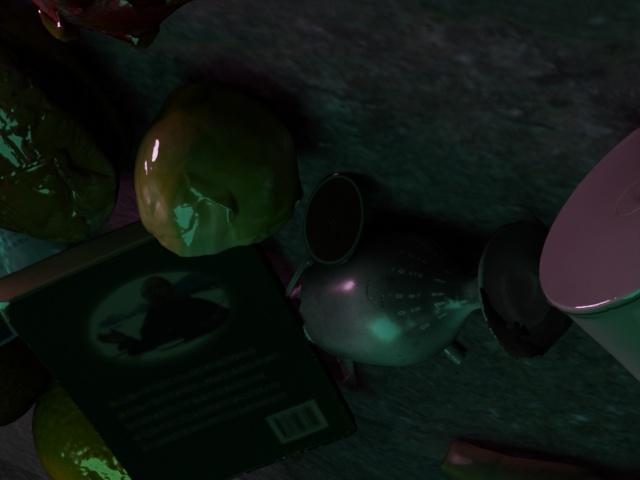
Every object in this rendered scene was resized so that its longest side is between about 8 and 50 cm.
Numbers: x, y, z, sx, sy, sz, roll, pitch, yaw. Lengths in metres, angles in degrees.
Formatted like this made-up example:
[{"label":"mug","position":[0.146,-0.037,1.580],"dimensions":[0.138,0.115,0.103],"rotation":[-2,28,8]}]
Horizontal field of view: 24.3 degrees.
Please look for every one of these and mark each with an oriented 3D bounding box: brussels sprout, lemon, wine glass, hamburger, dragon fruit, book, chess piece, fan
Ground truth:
[{"label":"brussels sprout","position":[-0.095,-0.070,1.277],"dimensions":[0.151,0.149,0.122],"rotation":[3,128,16]},{"label":"lemon","position":[-0.234,0.220,1.799],"dimensions":[0.253,0.228,0.228],"rotation":[17,151,8]},{"label":"wine glass","position":[0.095,0.050,1.311],"dimensions":[0.241,0.126,0.126],"rotation":[-9,134,47]},{"label":"hamburger","position":[-0.286,-0.110,1.405],"dimensions":[0.211,0.132,0.309],"rotation":[5,143,43]},{"label":"dragon fruit","position":[-0.132,-0.214,1.083],"dimensions":[0.207,0.150,0.133],"rotation":[0,-169,7]},{"label":"book","position":[-0.141,0.127,1.568],"dimensions":[0.260,0.043,0.371],"rotation":[-22,130,5]},{"label":"chess piece","position":[0.260,0.296,1.596],"dimensions":[0.301,0.137,0.137],"rotation":[19,154,47]},{"label":"fan","position":[0.000,0.000,1.341],"dimensions":[0.005,0.133,0.085],"rotation":[10,-146,-40]}]

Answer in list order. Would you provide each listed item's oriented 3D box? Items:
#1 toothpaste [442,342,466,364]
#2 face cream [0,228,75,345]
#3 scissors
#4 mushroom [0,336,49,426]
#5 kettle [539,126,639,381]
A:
[{"label":"toothpaste","position":[0.112,0.093,1.487],"dimensions":[0.083,0.015,0.024],"rotation":[42,152,-11]},{"label":"face cream","position":[-0.426,-0.063,1.508],"dimensions":[0.420,0.235,0.137],"rotation":[60,168,-20]},{"label":"scissors","position":[0.020,0.116,1.606],"dimensions":[0.110,0.021,0.212],"rotation":[20,151,22]},{"label":"mushroom","position":[-0.456,0.081,1.725],"dimensions":[0.345,0.259,0.345],"rotation":[47,157,27]},{"label":"kettle","position":[0.342,0.059,1.005],"dimensions":[0.318,0.205,0.265],"rotation":[42,153,-17]}]
